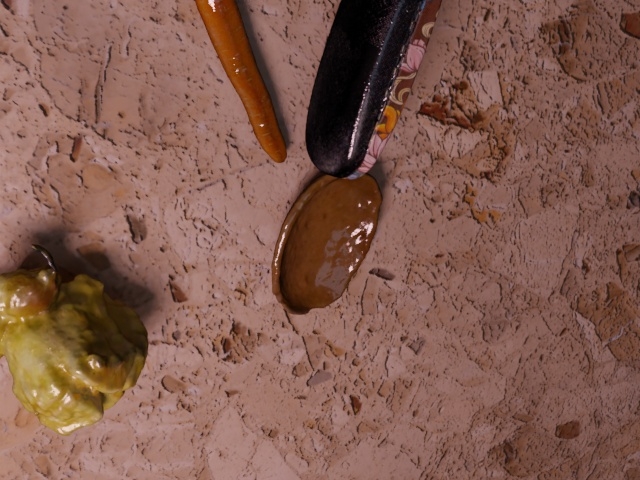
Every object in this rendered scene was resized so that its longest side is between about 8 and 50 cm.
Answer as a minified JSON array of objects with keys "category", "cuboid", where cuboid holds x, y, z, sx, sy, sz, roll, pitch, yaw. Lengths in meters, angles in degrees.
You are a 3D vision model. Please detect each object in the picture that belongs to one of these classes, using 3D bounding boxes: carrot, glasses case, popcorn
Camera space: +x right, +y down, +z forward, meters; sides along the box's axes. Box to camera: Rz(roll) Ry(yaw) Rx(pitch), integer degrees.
[{"category":"carrot","cuboid":[-0.086,-0.189,1.035,0.043,0.043,0.247,-30,125,-12]},{"category":"glasses case","cuboid":[0.063,-0.226,1.045,0.082,0.122,0.320,10,108,-30]},{"category":"popcorn","cuboid":[-0.286,0.105,1.014,0.195,0.174,0.168,50,46,-11]}]

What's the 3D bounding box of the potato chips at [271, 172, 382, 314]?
[{"category":"potato chips","cuboid":[0.000,0.000,1.167,0.150,0.049,0.201,0,111,-33]}]
